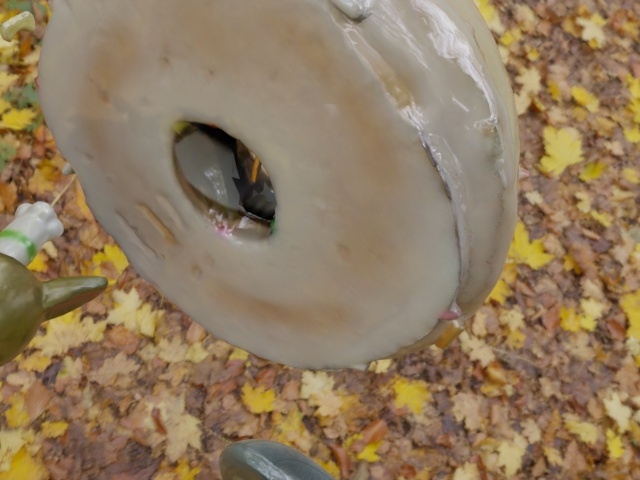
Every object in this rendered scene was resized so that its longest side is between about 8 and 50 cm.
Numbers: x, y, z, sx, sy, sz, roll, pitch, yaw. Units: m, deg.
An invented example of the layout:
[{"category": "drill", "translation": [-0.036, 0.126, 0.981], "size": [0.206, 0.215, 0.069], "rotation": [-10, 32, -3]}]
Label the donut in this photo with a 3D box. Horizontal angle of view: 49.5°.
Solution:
[{"category": "donut", "translation": [-0.033, -0.075, 0.514], "size": [0.383, 0.382, 0.142], "rotation": [43, 47, -2]}]

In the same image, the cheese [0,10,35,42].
[{"category": "cheese", "translation": [-0.604, -0.424, 1.382], "size": [0.030, 0.044, 0.083], "rotation": [7, 41, 25]}]

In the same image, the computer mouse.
[{"category": "computer mouse", "translation": [-0.022, 0.482, 1.234], "size": [0.371, 0.188, 0.122], "rotation": [50, 50, -1]}]

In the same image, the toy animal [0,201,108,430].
[{"category": "toy animal", "translation": [-0.364, 0.096, 0.688], "size": [0.181, 0.180, 0.363], "rotation": [34, 24, 9]}]
